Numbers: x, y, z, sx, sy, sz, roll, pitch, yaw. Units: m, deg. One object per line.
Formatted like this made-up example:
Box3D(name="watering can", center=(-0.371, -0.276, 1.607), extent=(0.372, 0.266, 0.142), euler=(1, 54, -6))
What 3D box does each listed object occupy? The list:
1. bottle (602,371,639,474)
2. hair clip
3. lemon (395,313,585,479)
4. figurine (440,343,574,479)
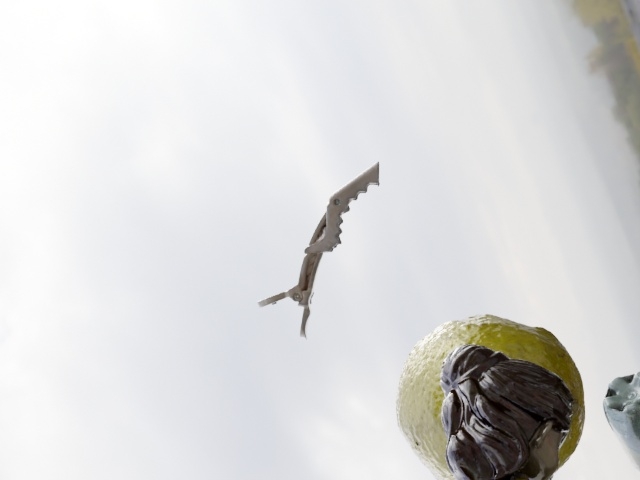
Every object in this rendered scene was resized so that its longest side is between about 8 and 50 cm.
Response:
Box3D(name="bottle", center=(0.435, 0.276, 1.493), extent=(0.269, 0.083, 0.083), euler=(56, -163, -30))
Box3D(name="hair clip", center=(0.000, 0.000, 1.395), extent=(0.072, 0.226, 0.034), euler=(26, -178, 5))
Box3D(name="lemon", center=(0.249, 0.237, 1.738), extent=(0.322, 0.268, 0.268), euler=(-34, 72, 56))
Box3D(name="figurine", center=(0.145, 0.233, 1.001), extent=(0.187, 0.168, 0.315), euler=(90, -158, -45))
